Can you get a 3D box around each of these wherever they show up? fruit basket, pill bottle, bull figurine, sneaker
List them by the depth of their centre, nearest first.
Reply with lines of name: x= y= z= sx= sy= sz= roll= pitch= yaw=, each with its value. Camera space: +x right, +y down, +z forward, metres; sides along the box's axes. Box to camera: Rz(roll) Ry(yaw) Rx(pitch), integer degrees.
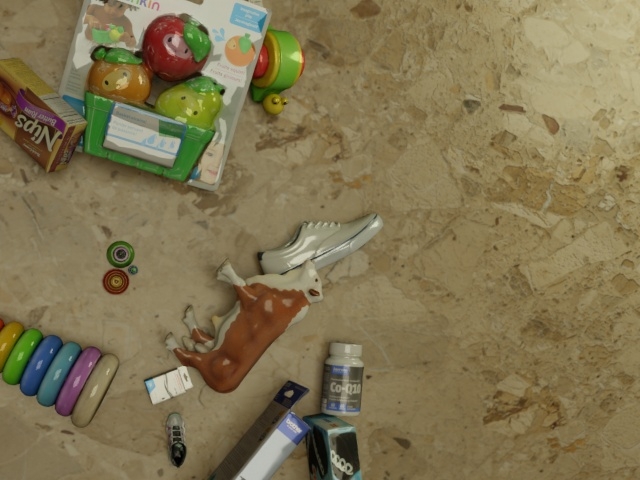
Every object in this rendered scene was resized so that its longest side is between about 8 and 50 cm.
fruit basket: x=-0.289 y=-0.296 z=1.668 sx=0.327 sy=0.165 sz=0.353 roll=17 pitch=103 yaw=-14
bull figurine: x=-0.138 y=0.140 z=1.715 sx=0.188 sy=0.101 sz=0.310 roll=37 pitch=97 yaw=-6
sneaker: x=-0.263 y=0.372 z=1.717 sx=0.038 sy=0.069 sz=0.098 roll=-6 pitch=89 yaw=-15
sneaker: x=0.000 y=0.000 z=1.789 sx=0.258 sy=0.094 sz=0.091 roll=-29 pitch=99 yaw=-13
pill bottle: x=0.044 y=0.267 z=1.797 sx=0.078 sy=0.078 sz=0.137 roll=5 pitch=86 yaw=-14

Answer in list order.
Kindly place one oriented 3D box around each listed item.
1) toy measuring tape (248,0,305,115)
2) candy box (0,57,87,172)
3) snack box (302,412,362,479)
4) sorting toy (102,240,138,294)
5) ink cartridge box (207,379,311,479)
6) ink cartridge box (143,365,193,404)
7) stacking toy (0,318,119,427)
toy measuring tape: x=-0.093 y=-0.405 z=1.767 sx=0.121 sy=0.121 sz=0.330 roll=-4 pitch=89 yaw=-15
candy box: x=-0.506 y=-0.221 z=1.633 sx=0.187 sy=0.053 sz=0.109 roll=43 pitch=121 yaw=13
snack box: x=0.032 y=0.495 z=1.728 sx=0.060 sy=0.187 sz=0.322 roll=-7 pitch=89 yaw=-15
sorting toy: x=-0.368 y=0.051 z=1.718 sx=0.061 sy=0.042 sz=0.102 roll=9 pitch=85 yaw=-14
ink cartridge box: x=-0.120 y=0.397 z=1.693 sx=0.065 sy=0.186 sz=0.311 roll=39 pitch=78 yaw=-7
ink cartridge box: x=-0.283 y=0.270 z=1.737 sx=0.083 sy=0.028 sz=0.048 roll=-20 pitch=93 yaw=-15
stacking toy: x=-0.531 y=0.200 z=1.637 sx=0.330 sy=0.141 sz=0.141 roll=27 pitch=81 yaw=-5
